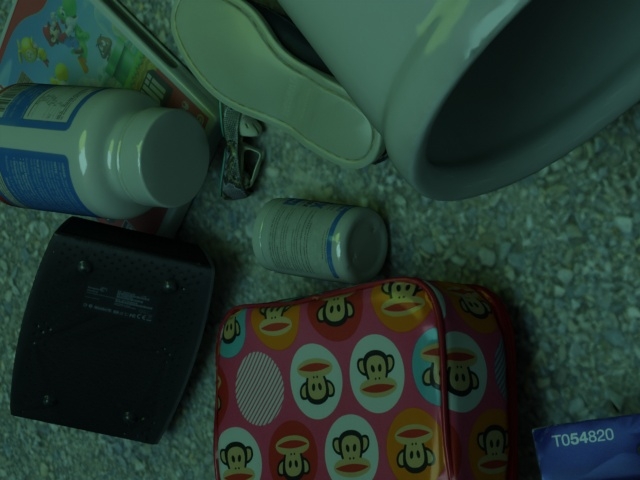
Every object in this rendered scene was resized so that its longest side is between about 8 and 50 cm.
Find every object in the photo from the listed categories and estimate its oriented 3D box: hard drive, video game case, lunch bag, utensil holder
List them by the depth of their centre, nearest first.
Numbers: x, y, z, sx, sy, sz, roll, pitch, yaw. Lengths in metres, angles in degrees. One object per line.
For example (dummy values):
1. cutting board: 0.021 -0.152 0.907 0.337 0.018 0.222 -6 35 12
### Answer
1. utensil holder: 0.081 -0.273 1.228 0.385 0.327 0.328 52 130 19
2. lunch bag: 0.033 0.170 1.503 0.293 0.120 0.258 -9 79 44
3. hard drive: -0.205 0.088 1.708 0.172 0.054 0.255 13 130 -9
4. video game case: -0.220 -0.135 1.737 0.285 0.025 0.204 45 128 22

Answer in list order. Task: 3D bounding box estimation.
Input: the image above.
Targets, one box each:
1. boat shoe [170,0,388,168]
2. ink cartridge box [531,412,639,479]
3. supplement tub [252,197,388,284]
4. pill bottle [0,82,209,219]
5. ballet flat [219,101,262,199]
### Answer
1. boat shoe: -0.022 -0.150 1.520 0.254 0.079 0.095 31 120 28
2. ink cartridge box: 0.284 0.241 1.334 0.223 0.045 0.224 -10 97 16
3. supplement tub: 0.000 0.000 1.553 0.107 0.071 0.071 9 109 39
4. pill bottle: -0.215 -0.083 1.646 0.221 0.124 0.124 8 109 40
5. ballet flat: -0.073 -0.092 1.617 0.041 0.041 0.114 16 114 37
